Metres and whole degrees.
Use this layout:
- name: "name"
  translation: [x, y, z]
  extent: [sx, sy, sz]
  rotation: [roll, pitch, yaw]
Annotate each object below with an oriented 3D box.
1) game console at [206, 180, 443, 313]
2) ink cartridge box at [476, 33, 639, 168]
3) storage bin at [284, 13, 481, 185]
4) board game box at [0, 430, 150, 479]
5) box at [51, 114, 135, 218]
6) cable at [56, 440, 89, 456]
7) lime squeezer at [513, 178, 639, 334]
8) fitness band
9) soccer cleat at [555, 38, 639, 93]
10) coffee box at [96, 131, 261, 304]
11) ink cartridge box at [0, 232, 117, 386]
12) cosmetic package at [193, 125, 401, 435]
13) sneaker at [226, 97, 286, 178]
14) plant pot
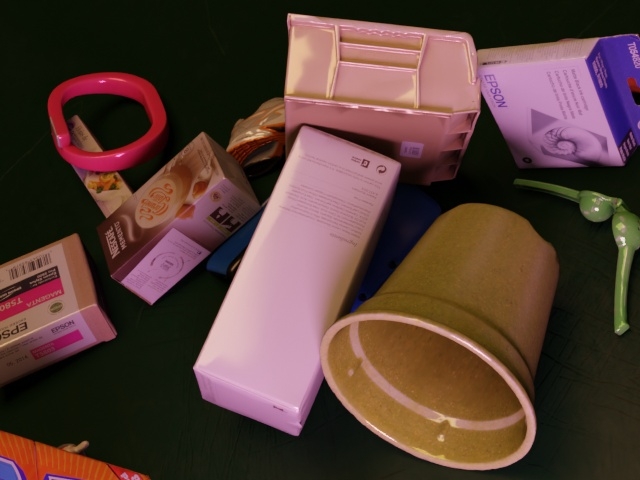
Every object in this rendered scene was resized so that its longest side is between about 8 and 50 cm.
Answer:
- name: "game console"
  translation: [0.000, 0.000, 1.733]
  extent: [0.293, 0.173, 0.250]
  rotation: [-46, 15, -12]
- name: "ink cartridge box"
  translation: [0.347, -0.183, 1.540]
  extent: [0.224, 0.223, 0.045]
  rotation: [-2, 54, 31]
- name: "storage bin"
  translation: [0.078, -0.187, 1.569]
  extent: [0.260, 0.262, 0.123]
  rotation: [6, 72, 0]
- name: "board game box"
  translation: [-0.416, 0.467, 1.281]
  extent: [0.356, 0.356, 0.356]
  rotation: [-42, 42, 23]
- name: "box"
  translation: [-0.400, -0.120, 2.041]
  extent: [0.063, 0.067, 0.324]
  rotation: [-38, 44, -4]
- name: "cable"
  translation: [-0.449, 0.378, 1.652]
  extent: [0.287, 0.072, 0.139]
  rotation: [-24, 40, 12]
- name: "lime squeezer"
  translation: [0.373, -0.015, 1.518]
  extent: [0.110, 0.058, 0.310]
  rotation: [-53, 40, 26]
- name: "fitness band"
  translation: [-0.391, -0.222, 2.070]
  extent: [0.209, 0.054, 0.291]
  rotation: [-10, 39, -15]
- name: "soccer cleat"
  translation: [0.451, -0.258, 1.657]
  extent: [0.095, 0.083, 0.248]
  rotation: [-28, 30, -36]
- name: "coffee box"
  translation: [-0.231, -0.036, 1.814]
  extent: [0.246, 0.098, 0.141]
  rotation: [-41, 40, 10]
- name: "ink cartridge box"
  translation: [-0.473, 0.116, 1.845]
  extent: [0.234, 0.088, 0.193]
  rotation: [-24, 44, -5]
- name: "cosmetic package"
  translation: [-0.027, 0.059, 1.521]
  extent: [0.155, 0.197, 0.366]
  rotation: [22, 70, 5]
- name: "sneaker"
  translation: [-0.044, -0.209, 1.886]
  extent: [0.262, 0.099, 0.121]
  rotation: [-20, 42, 14]
- name: "plant pot"
  translation: [0.175, 0.099, 1.406]
  extent: [0.276, 0.276, 0.254]
  rotation: [4, 45, 33]
